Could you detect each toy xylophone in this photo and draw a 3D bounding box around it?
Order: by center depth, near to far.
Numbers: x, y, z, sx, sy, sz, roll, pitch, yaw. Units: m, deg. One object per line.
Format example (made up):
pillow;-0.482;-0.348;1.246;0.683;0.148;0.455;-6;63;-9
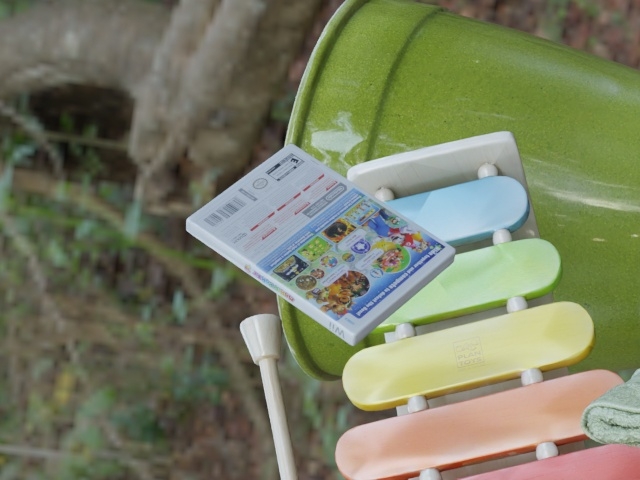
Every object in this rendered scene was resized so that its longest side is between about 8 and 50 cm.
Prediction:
toy xylophone;0.070;0.096;1.207;0.081;0.236;0.323;63;-172;-58

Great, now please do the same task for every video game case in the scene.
video game case;0.000;0.000;1.045;0.087;0.122;0.011;-38;-31;-34

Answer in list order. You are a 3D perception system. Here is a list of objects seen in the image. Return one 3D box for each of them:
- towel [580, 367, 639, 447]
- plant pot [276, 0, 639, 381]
towel;0.229;0.086;1.062;0.148;0.110;0.027;0;111;42
plant pot;0.192;-0.028;1.716;0.366;0.353;0.366;8;-90;-69
